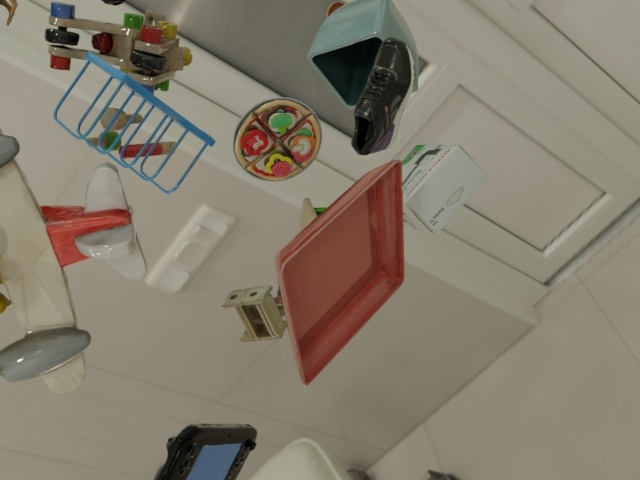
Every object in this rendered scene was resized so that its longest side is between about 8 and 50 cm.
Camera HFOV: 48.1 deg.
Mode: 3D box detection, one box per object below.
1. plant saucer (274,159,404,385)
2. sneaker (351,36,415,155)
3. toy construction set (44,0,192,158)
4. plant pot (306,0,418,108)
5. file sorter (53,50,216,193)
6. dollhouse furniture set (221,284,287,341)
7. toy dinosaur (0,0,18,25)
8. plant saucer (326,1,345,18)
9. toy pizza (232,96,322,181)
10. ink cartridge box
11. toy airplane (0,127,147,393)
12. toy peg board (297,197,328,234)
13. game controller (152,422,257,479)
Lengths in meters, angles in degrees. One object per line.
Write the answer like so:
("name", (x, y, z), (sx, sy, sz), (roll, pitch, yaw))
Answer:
("plant saucer", (0.029, 0.042, 1.035), (0.047, 0.258, 0.259), (27, 54, 31))
("sneaker", (0.142, -0.333, 1.702), (0.107, 0.124, 0.283), (24, 121, 27))
("toy construction set", (-0.312, -0.302, 1.281), (0.257, 0.237, 0.309), (-7, 95, 28))
("plant pot", (0.144, -0.584, 2.122), (0.247, 0.248, 0.252), (-9, 54, 33))
("file sorter", (-0.256, -0.155, 0.981), (0.118, 0.170, 0.104), (34, 89, 42))
("dollhouse furniture set", (-0.151, 0.162, 1.921), (0.128, 0.129, 0.184), (-9, 29, 26))
("toy dinosaur", (-0.580, -0.431, 1.241), (0.212, 0.112, 0.064), (-59, 26, 10))
("plant saucer", (0.053, -0.726, 2.316), (0.013, 0.083, 0.084), (27, 91, 50))
("toy pizza", (-0.090, -0.213, 1.559), (0.201, 0.201, 0.032), (-52, 33, 18))
("ink cartridge box", (0.202, -0.103, 1.371), (0.153, 0.087, 0.208), (-48, 15, -5))
("toy airplane", (-0.448, 0.026, 1.031), (0.384, 0.386, 0.272), (-48, 13, 26))
("toy peg board", (0.000, 0.000, 1.837), (0.161, 0.079, 0.161), (-112, 27, -52))
("game controller", (-0.224, 0.443, 1.421), (0.067, 0.319, 0.167), (16, 83, 23))
